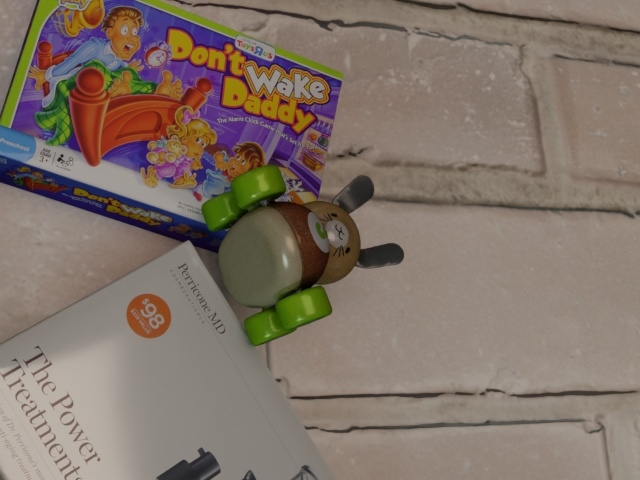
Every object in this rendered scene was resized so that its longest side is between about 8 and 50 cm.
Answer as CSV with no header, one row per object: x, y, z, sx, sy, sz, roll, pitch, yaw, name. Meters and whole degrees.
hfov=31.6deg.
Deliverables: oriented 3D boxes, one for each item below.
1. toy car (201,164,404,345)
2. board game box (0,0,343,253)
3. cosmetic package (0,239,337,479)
0.000,0.000,1.155,0.188,0.149,0.155,-17,83,-32,toy car
-0.163,-0.129,1.235,0.347,0.078,0.233,18,67,-19,board game box
-0.158,0.230,1.119,0.284,0.097,0.377,-31,89,-32,cosmetic package
